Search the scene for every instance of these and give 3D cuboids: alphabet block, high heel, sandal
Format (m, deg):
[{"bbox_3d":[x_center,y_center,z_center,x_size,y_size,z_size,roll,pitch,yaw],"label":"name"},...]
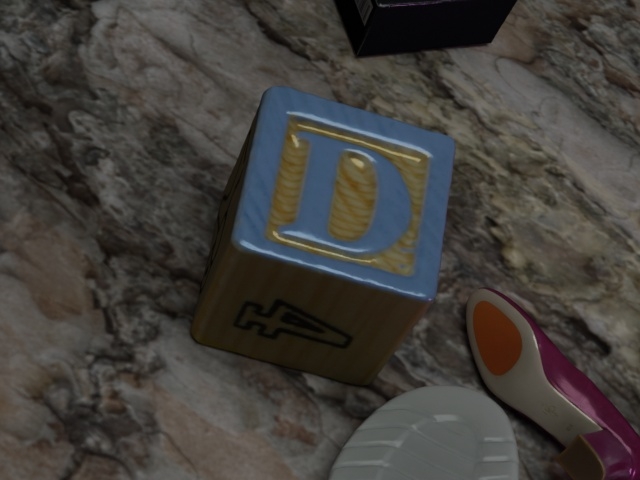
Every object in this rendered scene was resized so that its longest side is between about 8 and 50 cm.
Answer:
[{"bbox_3d":[0.000,0.000,1.276,0.193,0.197,0.192,17,58,-8],"label":"alphabet block"},{"bbox_3d":[0.245,0.146,1.360,0.117,0.082,0.244,2,43,-50],"label":"high heel"},{"bbox_3d":[0.068,0.303,1.186,0.169,0.102,0.416,15,47,8],"label":"sandal"}]

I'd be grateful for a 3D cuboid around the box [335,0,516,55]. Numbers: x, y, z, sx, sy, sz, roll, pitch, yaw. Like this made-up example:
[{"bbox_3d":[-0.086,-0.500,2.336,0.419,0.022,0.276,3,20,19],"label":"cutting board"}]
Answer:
[{"bbox_3d":[0.096,-0.356,1.568,0.184,0.103,0.261,-10,64,-20],"label":"box"}]
